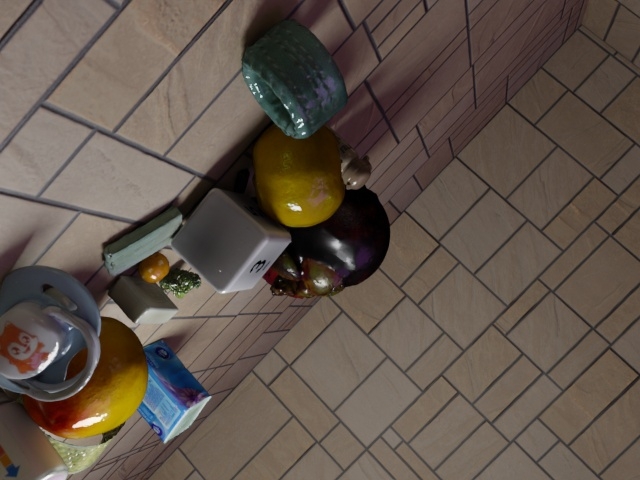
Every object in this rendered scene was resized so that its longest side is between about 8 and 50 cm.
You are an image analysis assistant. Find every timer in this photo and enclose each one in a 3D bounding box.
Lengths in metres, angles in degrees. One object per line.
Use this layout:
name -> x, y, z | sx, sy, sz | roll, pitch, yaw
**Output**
timer -> -0.219, 0.002, 1.661 | 0.192, 0.194, 0.195 | -50, 167, 10

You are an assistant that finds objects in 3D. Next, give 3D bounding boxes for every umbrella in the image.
umbrella -> -0.210, -0.141, 1.753 | 0.036, 0.031, 0.133 | -13, 154, -26

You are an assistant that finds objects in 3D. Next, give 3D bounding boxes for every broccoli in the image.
broccoli -> -0.393, 0.122, 1.866 | 0.097, 0.095, 0.092 | -44, 155, -36

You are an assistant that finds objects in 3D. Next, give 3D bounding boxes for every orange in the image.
orange -> -0.058, -0.169, 1.659 | 0.235, 0.279, 0.279 | -11, 164, 2
orange -> -0.420, 0.069, 1.673 | 0.083, 0.070, 0.083 | -41, 170, -9

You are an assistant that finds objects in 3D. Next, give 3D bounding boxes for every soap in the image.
soap -> -0.456, 0.155, 1.709 | 0.064, 0.121, 0.183 | -45, 167, 4

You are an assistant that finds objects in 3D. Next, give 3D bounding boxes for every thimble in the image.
thimble -> -0.058, -0.327, 1.347 | 0.143, 0.198, 0.235 | -41, 133, -11
thimble -> -0.649, 0.452, 1.704 | 0.150, 0.271, 0.271 | -51, 165, 27

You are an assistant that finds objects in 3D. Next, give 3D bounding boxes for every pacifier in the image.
pacifier -> -0.557, 0.174, 1.361 | 0.299, 0.244, 0.233 | -48, -164, 16

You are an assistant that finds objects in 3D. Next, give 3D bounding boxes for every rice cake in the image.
rice cake -> -0.417, 0.003, 1.562 | 0.211, 0.038, 0.124 | -38, 165, -27

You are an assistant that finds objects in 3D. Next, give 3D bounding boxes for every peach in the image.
peach -> -0.546, 0.312, 1.531 | 0.289, 0.289, 0.308 | -46, 162, 5

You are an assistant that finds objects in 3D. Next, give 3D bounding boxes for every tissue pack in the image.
tissue pack -> -0.518, 0.494, 2.193 | 0.198, 0.263, 0.146 | -54, 164, 29

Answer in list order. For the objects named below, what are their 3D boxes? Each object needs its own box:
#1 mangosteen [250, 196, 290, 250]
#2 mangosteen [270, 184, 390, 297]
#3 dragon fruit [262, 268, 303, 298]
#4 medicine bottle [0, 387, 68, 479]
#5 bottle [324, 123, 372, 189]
mangosteen -> -0.184, -0.025, 1.854 | 0.210, 0.210, 0.210 | -42, 166, -13
mangosteen -> 0.009, -0.010, 2.066 | 0.421, 0.381, 0.381 | -43, 167, 17
dragon fruit -> -0.130, 0.048, 2.336 | 0.330, 0.240, 0.302 | -29, -148, 50
medicine bottle -> -0.714, 0.459, 1.482 | 0.170, 0.293, 0.170 | -40, 164, -14
bottle -> 0.055, -0.237, 1.873 | 0.110, 0.209, 0.097 | -42, 166, -14
